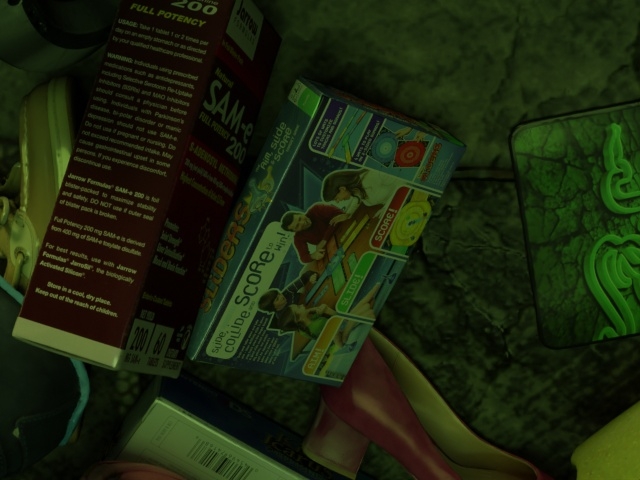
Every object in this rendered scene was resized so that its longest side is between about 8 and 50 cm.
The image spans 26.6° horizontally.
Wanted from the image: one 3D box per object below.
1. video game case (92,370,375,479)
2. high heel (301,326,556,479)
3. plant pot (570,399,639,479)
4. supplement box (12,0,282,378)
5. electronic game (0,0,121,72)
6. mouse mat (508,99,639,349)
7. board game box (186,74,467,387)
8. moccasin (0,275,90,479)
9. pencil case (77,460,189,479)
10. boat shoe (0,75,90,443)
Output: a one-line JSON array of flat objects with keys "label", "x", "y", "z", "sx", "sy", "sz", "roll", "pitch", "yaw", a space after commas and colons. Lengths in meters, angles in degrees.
[{"label": "video game case", "x": -0.077, "y": 0.260, "z": 1.085, "sx": 0.269, "sy": 0.061, "sz": 0.244, "roll": 32, "pitch": 110, "yaw": -14}, {"label": "high heel", "x": 0.113, "y": 0.149, "z": 1.027, "sx": 0.244, "sy": 0.082, "sz": 0.117, "roll": 23, "pitch": 117, "yaw": 0}, {"label": "plant pot", "x": 0.327, "y": 0.170, "z": 0.954, "sx": 0.254, "sy": 0.276, "sz": 0.276, "roll": -34, "pitch": 111, "yaw": 26}, {"label": "supplement box", "x": -0.102, "y": -0.040, "z": 0.846, "sx": 0.073, "sy": 0.130, "sz": 0.239, "roll": 15, "pitch": 86, "yaw": 12}, {"label": "electronic game", "x": -0.134, "y": -0.207, "z": 0.782, "sx": 0.048, "sy": 0.229, "sz": 0.229, "roll": 24, "pitch": 116, "yaw": 19}, {"label": "mouse mat", "x": 0.224, "y": -0.011, "z": 0.989, "sx": 0.152, "sy": 0.007, "sz": 0.190, "roll": -11, "pitch": 116, "yaw": 5}, {"label": "board game box", "x": 0.000, "y": 0.000, "z": 0.929, "sx": 0.136, "sy": 0.035, "sz": 0.201, "roll": 16, "pitch": 108, "yaw": -39}, {"label": "moccasin", "x": -0.306, "y": 0.026, "z": 0.884, "sx": 0.342, "sy": 0.117, "sz": 0.138, "roll": 33, "pitch": 129, "yaw": 13}, {"label": "pencil case", "x": -0.201, "y": 0.346, "z": 0.986, "sx": 0.160, "sy": 0.167, "sz": 0.386, "roll": 25, "pitch": 109, "yaw": -43}, {"label": "boat shoe", "x": -0.204, "y": 0.021, "z": 0.948, "sx": 0.089, "sy": 0.104, "sz": 0.285, "roll": 5, "pitch": 116, "yaw": -5}]
